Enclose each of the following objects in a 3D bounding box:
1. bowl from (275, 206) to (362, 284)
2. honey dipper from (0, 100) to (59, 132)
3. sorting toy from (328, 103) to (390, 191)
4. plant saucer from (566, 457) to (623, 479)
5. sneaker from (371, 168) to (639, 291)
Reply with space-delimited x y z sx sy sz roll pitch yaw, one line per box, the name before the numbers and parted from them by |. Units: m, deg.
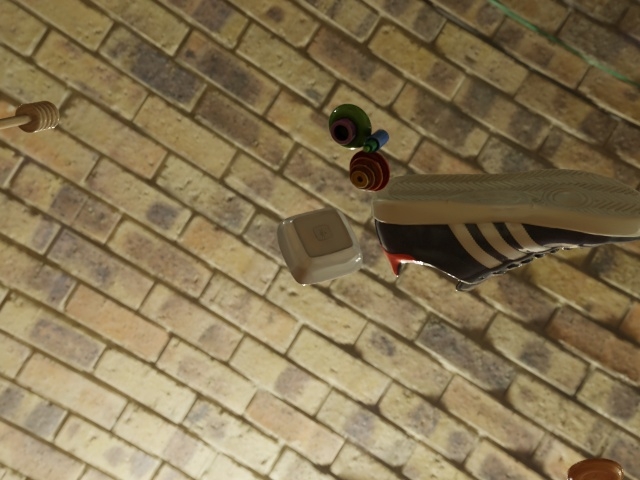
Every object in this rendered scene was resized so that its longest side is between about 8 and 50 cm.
bowl | 0.000 0.000 1.311 0.053 0.142 0.142 104 147 -54
honey dipper | -0.302 -0.110 0.685 0.030 0.030 0.161 32 -160 0
sorting toy | 0.040 -0.096 0.770 0.061 0.042 0.102 -24 101 38
plant saucer | 0.423 0.363 1.112 0.083 0.083 0.013 33 -144 -21
sneaker | 0.243 -0.003 0.943 0.350 0.148 0.131 4 -150 24
